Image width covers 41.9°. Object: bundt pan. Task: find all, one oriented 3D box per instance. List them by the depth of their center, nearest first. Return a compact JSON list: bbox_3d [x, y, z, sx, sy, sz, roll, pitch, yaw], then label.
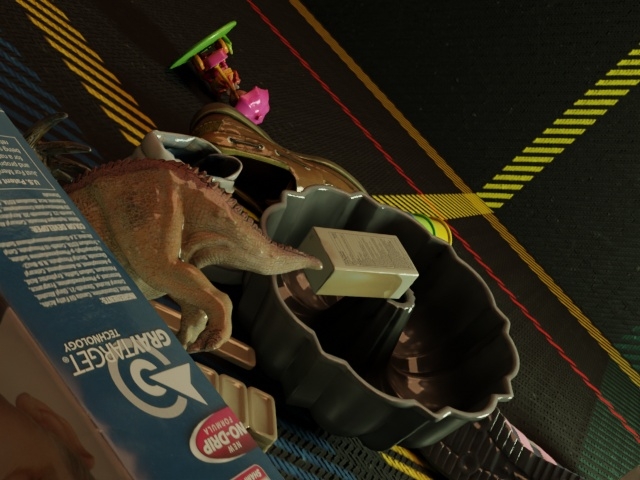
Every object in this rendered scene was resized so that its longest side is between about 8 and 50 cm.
[{"bbox_3d":[0.051,0.094,0.929,0.331,0.124,0.331,24,34,-17],"label":"bundt pan"}]

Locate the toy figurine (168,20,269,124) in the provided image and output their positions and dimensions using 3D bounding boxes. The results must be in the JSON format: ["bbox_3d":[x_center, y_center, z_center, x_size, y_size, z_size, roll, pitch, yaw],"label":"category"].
[{"bbox_3d":[-0.152,-0.253,1.371,0.159,0.130,0.173,56,-9,-13],"label":"toy figurine"}]

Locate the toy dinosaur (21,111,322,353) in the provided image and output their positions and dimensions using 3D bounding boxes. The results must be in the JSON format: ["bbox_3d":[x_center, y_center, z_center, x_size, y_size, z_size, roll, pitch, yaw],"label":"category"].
[{"bbox_3d":[-0.154,-0.011,0.603,0.127,0.295,0.200,53,29,-83],"label":"toy dinosaur"}]

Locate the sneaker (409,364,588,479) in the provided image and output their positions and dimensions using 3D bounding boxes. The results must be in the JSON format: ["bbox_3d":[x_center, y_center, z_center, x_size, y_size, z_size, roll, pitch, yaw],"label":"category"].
[{"bbox_3d":[0.212,0.279,1.050,0.319,0.112,0.131,40,-14,4],"label":"sneaker"}]

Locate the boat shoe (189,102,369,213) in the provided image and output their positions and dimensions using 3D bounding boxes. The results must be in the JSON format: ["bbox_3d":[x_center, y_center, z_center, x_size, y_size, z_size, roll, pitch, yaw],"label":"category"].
[{"bbox_3d":[-0.054,-0.072,1.180,0.307,0.111,0.104,26,29,-24],"label":"boat shoe"}]

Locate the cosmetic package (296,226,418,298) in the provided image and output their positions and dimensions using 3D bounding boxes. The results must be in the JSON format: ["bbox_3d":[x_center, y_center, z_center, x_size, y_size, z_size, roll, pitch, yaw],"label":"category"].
[{"bbox_3d":[0.037,0.024,0.854,0.115,0.041,0.060,7,43,-37],"label":"cosmetic package"}]

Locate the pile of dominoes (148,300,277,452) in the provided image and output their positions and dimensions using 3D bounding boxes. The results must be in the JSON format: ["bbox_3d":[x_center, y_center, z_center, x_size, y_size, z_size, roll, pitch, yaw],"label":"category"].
[{"bbox_3d":[-0.150,0.120,0.693,0.251,0.040,0.196,29,24,-22],"label":"pile of dominoes"}]

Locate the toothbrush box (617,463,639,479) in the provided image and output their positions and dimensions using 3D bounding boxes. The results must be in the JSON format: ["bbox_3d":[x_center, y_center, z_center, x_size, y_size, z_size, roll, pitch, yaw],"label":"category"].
[{"bbox_3d":[0.576,0.459,1.228,0.126,0.216,0.295,28,26,-43],"label":"toothbrush box"}]

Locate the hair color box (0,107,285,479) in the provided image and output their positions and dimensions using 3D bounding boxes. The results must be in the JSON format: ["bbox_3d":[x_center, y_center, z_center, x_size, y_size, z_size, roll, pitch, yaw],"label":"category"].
[{"bbox_3d":[-0.180,0.083,0.453,0.347,0.174,0.105,50,19,12],"label":"hair color box"}]

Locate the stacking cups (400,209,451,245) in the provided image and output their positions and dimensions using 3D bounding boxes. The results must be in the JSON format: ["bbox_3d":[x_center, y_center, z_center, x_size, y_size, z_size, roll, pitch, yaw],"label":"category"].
[{"bbox_3d":[0.119,-0.022,1.451,0.316,0.096,0.096,15,35,-55],"label":"stacking cups"}]

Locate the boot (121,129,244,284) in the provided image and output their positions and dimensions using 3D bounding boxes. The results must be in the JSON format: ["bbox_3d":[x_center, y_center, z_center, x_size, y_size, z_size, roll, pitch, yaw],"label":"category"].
[{"bbox_3d":[-0.118,-0.034,0.908,0.258,0.123,0.095,19,32,-53],"label":"boot"}]
